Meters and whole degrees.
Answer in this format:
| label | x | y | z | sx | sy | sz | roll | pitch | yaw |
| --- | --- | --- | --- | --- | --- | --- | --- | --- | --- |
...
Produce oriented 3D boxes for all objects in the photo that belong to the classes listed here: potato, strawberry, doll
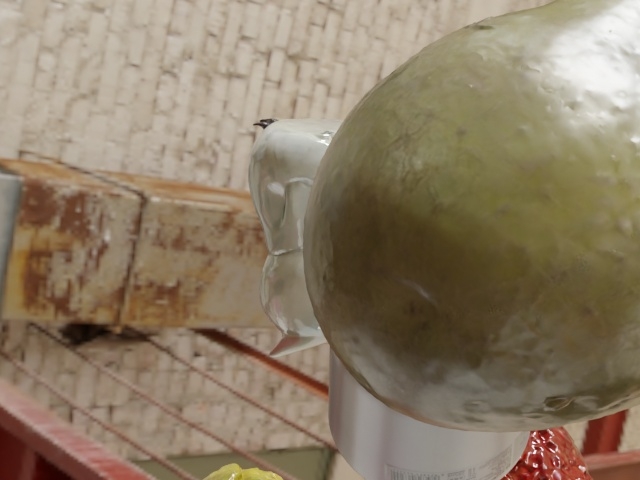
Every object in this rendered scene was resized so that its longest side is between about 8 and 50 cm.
| label | x | y | z | sx | sy | sz | roll | pitch | yaw |
| --- | --- | --- | --- | --- | --- | --- | --- | --- | --- |
| potato | 0.103 | -0.019 | 0.529 | 0.178 | 0.235 | 0.160 | 49 | -13 | 0 |
| strawberry | 0.214 | 0.223 | 1.118 | 0.087 | 0.208 | 0.167 | -36 | -161 | 20 |
| doll | 0.002 | -0.007 | 0.935 | 0.107 | 0.110 | 0.180 | -3 | -84 | 39 |

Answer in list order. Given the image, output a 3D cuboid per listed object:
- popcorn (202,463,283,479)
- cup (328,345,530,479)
| label | x | y | z | sx | sy | sz | roll | pitch | yaw |
| --- | --- | --- | --- | --- | --- | --- | --- | --- | --- |
| popcorn | -0.074 | 0.318 | 1.326 | 0.148 | 0.152 | 0.167 | -34 | -133 | -1 |
| cup | 0.091 | 0.063 | 0.770 | 0.142 | 0.174 | 0.134 | 89 | -11 | -46 |
